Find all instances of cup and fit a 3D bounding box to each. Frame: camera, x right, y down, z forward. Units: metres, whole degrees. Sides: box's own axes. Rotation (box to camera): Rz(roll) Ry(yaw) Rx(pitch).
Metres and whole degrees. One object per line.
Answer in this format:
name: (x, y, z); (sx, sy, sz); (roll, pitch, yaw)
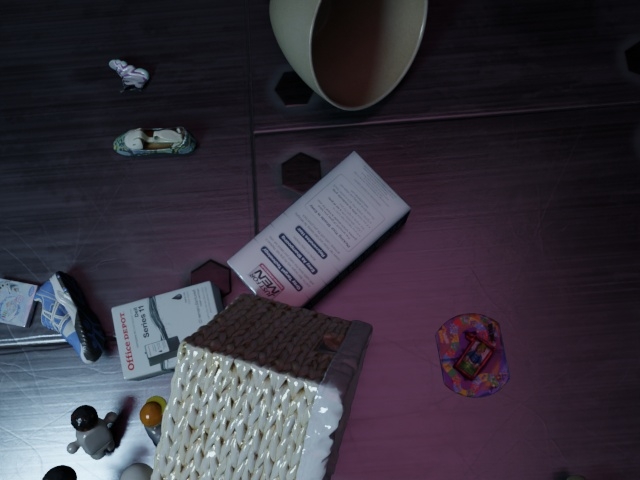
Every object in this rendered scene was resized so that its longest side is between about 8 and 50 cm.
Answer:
cup: (0.028, -0.470, 1.288); (0.237, 0.331, 0.331); (34, 78, 37)

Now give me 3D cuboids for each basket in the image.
basket: (-0.088, 0.292, 1.026); (0.267, 0.328, 0.331); (17, 103, 9)

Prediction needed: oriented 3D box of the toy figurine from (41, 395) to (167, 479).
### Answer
toy figurine: (-0.373, 0.396, 1.109); (0.213, 0.148, 0.209); (-3, 42, 4)

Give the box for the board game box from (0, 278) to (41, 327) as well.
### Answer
board game box: (-0.648, 0.131, 1.288); (0.090, 0.020, 0.090); (10, 76, 5)

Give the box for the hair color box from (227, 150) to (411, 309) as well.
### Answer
hair color box: (0.000, 0.000, 1.252); (0.347, 0.105, 0.174); (-41, 79, -8)

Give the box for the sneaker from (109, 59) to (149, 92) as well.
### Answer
sneaker: (-0.448, -0.369, 1.395); (0.098, 0.038, 0.069); (20, 77, 7)

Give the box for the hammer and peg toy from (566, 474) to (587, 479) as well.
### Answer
hammer and peg toy: (0.345, 0.537, 1.029); (0.361, 0.266, 0.127); (-12, 94, -2)

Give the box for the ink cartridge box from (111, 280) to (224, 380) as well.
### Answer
ink cartridge box: (-0.297, 0.184, 1.227); (0.208, 0.087, 0.153); (-16, 75, -1)

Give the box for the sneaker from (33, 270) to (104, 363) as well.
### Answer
sneaker: (-0.513, 0.167, 1.251); (0.081, 0.080, 0.211); (-35, 68, 0)

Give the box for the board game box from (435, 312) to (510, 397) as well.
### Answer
board game box: (0.307, 0.228, 1.222); (0.133, 0.033, 0.168); (-8, 75, 0)

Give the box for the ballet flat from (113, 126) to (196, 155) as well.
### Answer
ballet flat: (-0.370, -0.225, 1.344); (0.188, 0.070, 0.070); (-4, 76, 1)
